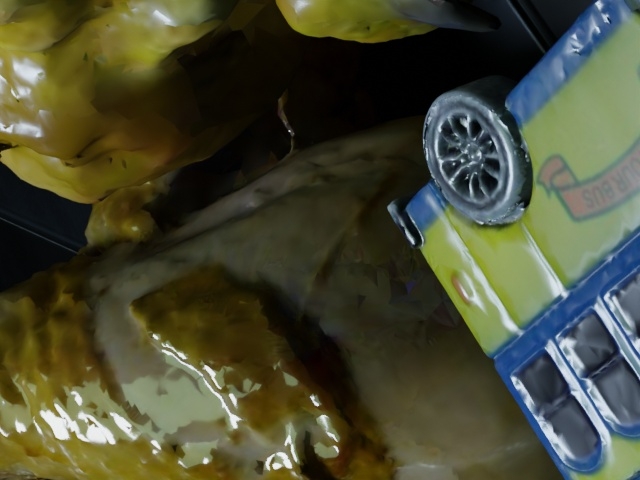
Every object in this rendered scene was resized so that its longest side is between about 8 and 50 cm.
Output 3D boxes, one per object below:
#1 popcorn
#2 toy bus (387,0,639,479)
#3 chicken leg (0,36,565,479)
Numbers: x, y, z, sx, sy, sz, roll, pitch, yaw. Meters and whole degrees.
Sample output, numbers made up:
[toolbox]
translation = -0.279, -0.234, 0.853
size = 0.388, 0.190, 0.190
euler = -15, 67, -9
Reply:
[popcorn]
translation = -0.040, -0.154, 0.708
size = 0.281, 0.297, 0.315
euler = 43, 110, 30
[toy bus]
translation = 0.163, -0.035, 0.634
size = 0.175, 0.138, 0.287
euler = 59, 145, 13
[chicken leg]
translation = -0.074, 0.017, 0.848
size = 0.182, 0.410, 0.295
euler = 60, -161, -69
